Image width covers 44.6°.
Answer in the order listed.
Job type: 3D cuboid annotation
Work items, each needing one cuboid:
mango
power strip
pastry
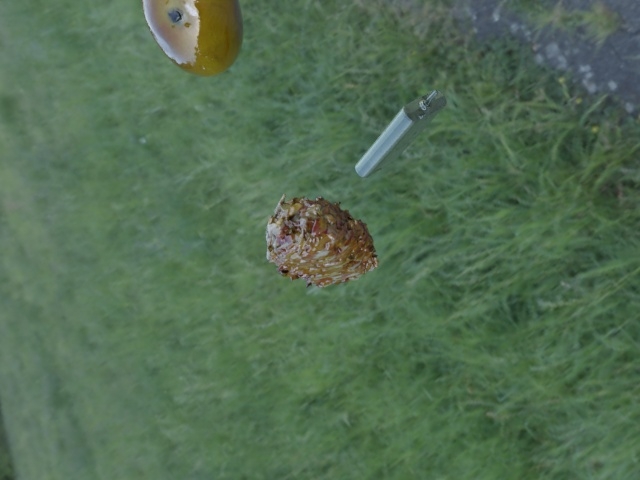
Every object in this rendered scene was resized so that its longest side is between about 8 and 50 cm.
[{"bbox_3d":[-0.185,-0.339,1.196,0.254,0.139,0.175,52,-141,-74],"label":"mango"},{"bbox_3d":[0.143,-0.190,1.368,0.034,0.092,0.268,55,152,7],"label":"power strip"},{"bbox_3d":[0.003,-0.001,0.742,0.169,0.087,0.063,36,-144,-69],"label":"pastry"}]
